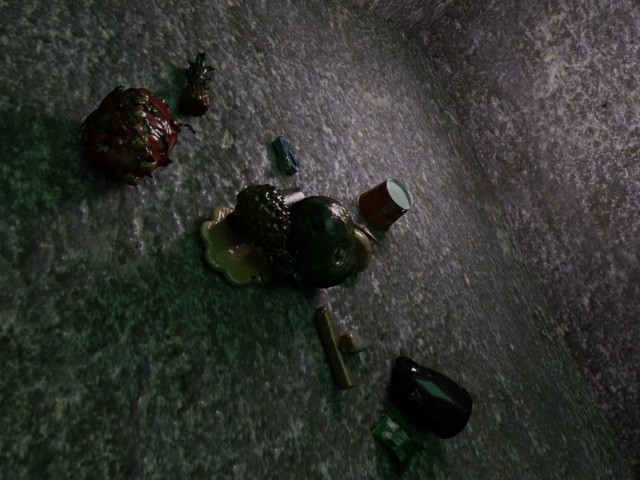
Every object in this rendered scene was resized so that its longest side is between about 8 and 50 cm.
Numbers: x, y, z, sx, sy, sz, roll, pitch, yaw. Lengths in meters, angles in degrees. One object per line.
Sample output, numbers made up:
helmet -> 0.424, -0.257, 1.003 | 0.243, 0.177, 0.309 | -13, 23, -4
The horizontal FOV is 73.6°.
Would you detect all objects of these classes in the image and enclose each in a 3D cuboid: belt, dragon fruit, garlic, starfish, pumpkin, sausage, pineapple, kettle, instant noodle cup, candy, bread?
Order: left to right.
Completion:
dragon fruit -> -0.563, -0.300, 1.286 | 0.269, 0.250, 0.291 | 38, 35, -44
pineapple -> -0.469, -0.603, 1.661 | 0.130, 0.119, 0.278 | 7, 56, -18
bread -> -0.275, 0.021, 1.473 | 0.315, 0.054, 0.316 | 23, 51, -31
pineapple -> -0.162, -0.002, 1.393 | 0.175, 0.174, 0.361 | -47, 133, -48
belt -> -0.156, -0.367, 1.833 | 0.100, 0.065, 0.179 | -9, 69, -54
pumpkin -> 0.000, 0.000, 1.550 | 0.291, 0.257, 0.328 | -6, 108, -48
sausage -> 0.047, 0.380, 1.526 | 0.065, 0.065, 0.301 | -1, 65, -43
garlic -> 0.115, 0.024, 1.790 | 0.245, 0.145, 0.164 | 43, 74, -9
starfish -> 0.172, -0.052, 1.865 | 0.213, 0.057, 0.238 | 38, -3, 43
instant noodle cup -> 0.316, -0.181, 2.050 | 0.230, 0.182, 0.230 | 22, 50, -30
candy -> 0.281, 0.704, 1.523 | 0.203, 0.078, 0.141 | 53, 41, 7
kettle -> 0.397, 0.573, 1.651 | 0.290, 0.207, 0.268 | 36, 15, -7

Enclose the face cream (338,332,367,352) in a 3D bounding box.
face cream -> 0.123, 0.374, 1.562 | 0.182, 0.051, 0.072 | 31, 34, -59

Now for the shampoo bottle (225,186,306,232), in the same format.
shampoo bottle -> -0.187, -0.106, 1.545 | 0.350, 0.084, 0.126 | -25, 91, -49
